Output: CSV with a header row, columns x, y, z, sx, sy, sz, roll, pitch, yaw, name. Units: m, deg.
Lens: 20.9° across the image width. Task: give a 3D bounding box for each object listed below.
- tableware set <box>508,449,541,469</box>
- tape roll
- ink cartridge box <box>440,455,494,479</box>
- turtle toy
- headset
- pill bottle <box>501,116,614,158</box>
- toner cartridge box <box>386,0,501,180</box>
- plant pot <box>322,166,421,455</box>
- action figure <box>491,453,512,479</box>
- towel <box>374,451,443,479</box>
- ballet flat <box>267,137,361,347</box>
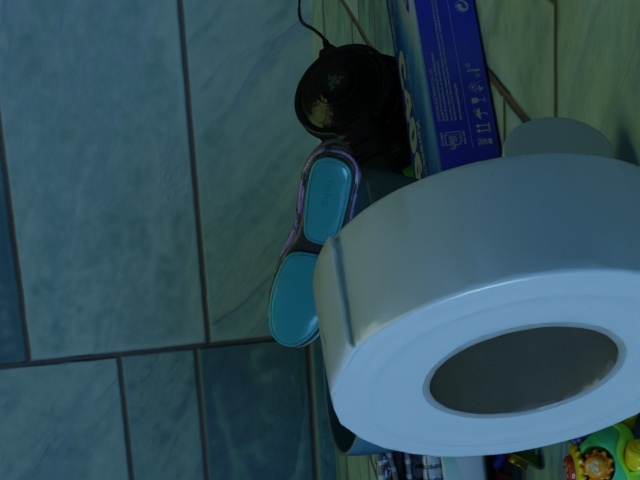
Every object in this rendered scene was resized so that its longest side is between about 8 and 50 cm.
x,y,z,sx,sy,sz,roll,pitch,yaw,name
0.164,0.208,1.874,0.024,0.154,0.104,-62,6,-6,tableware set
0.138,0.055,1.268,0.286,0.286,0.100,95,168,-59,tape roll
0.181,0.340,2.036,0.181,0.056,0.225,-26,-68,-81,ink cartridge box
0.237,0.181,1.478,0.130,0.066,0.095,-103,10,-50,turtle toy
0.075,-0.189,2.176,0.394,0.185,0.243,62,-166,7,headset
0.192,0.009,1.474,0.124,0.124,0.221,-102,9,-45,pill bottle
0.138,-0.193,2.010,0.165,0.075,0.348,103,161,-68,toner cartridge box
0.121,0.076,1.765,0.290,0.195,0.290,-177,90,-80,plant pot
0.203,0.230,1.972,0.115,0.030,0.038,72,-169,-53,action figure
0.114,0.276,2.230,0.283,0.121,0.235,-10,-86,-84,towel
0.000,0.000,1.746,0.079,0.077,0.221,-60,-17,-68,ballet flat
